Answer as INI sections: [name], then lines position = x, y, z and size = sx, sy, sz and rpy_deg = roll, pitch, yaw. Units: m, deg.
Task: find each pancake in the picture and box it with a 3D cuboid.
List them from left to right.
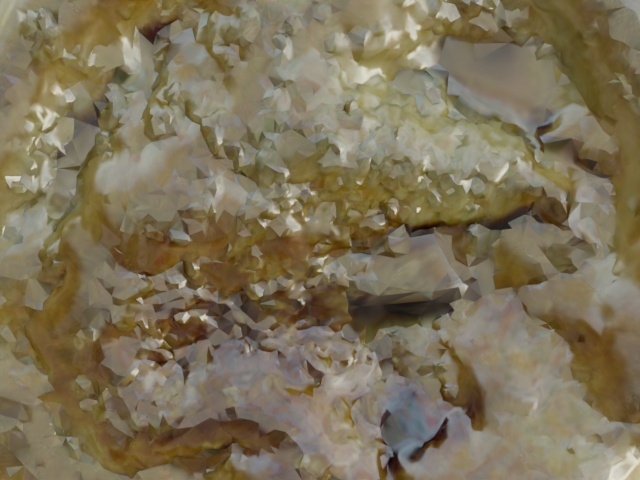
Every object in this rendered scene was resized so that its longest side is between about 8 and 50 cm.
[pancake]
position = 0.000, 0.000, 0.348
size = 0.356, 0.356, 0.065
rpy_deg = 22, 8, -1
